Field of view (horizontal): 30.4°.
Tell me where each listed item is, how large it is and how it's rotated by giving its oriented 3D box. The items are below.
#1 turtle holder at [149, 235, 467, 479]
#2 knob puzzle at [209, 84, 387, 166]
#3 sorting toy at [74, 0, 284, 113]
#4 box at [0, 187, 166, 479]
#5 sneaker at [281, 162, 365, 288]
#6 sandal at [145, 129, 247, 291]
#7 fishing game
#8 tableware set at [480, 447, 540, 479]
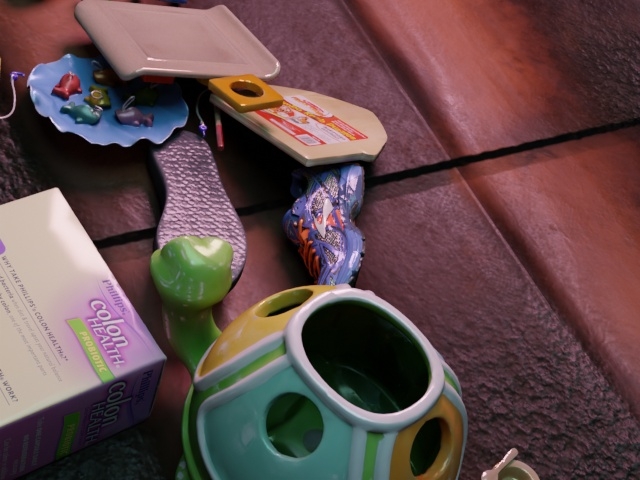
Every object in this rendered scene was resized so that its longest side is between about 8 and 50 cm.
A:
[{"bbox_3d":[-0.004,0.133,1.063,0.243,0.227,0.320,-9,57,-23],"label":"turtle holder"},{"bbox_3d":[-0.007,-0.131,1.379,0.213,0.030,0.213,13,26,-6],"label":"knob puzzle"},{"bbox_3d":[-0.170,-0.223,1.380,0.196,0.047,0.347,-6,37,-31],"label":"sorting toy"},{"bbox_3d":[-0.302,0.097,1.065,0.243,0.117,0.213,-22,63,-30],"label":"box"},{"bbox_3d":[0.000,0.000,1.277,0.087,0.083,0.221,7,42,-5],"label":"sneaker"},{"bbox_3d":[-0.136,-0.020,1.262,0.097,0.054,0.254,6,41,-17],"label":"sandal"},{"bbox_3d":[-0.235,-0.168,1.326,0.264,0.041,0.189,8,36,-13],"label":"fishing game"},{"bbox_3d":[0.192,0.287,1.144,0.141,0.020,0.168,-32,68,-35],"label":"tableware set"}]
